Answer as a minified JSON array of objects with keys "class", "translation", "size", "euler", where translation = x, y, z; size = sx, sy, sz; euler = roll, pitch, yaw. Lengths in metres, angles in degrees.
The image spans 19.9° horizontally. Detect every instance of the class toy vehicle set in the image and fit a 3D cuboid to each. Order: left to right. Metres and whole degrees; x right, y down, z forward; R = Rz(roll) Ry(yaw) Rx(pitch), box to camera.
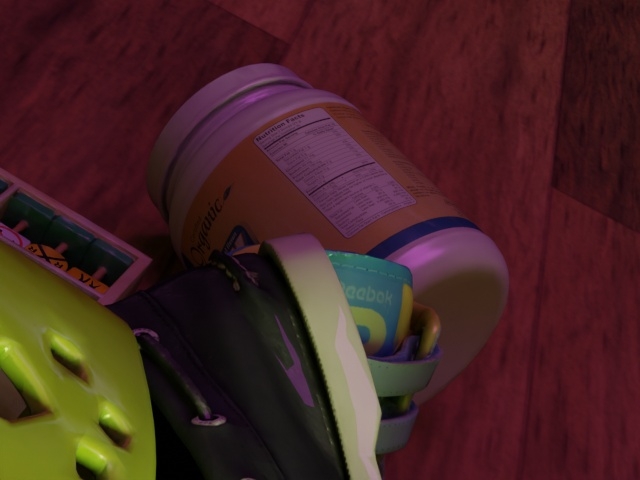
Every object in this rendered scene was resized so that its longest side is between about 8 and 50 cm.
[{"class":"toy vehicle set","translation":[-0.239,-0.014,0.996],"size":[0.267,0.035,0.166],"euler":[31,26,2]}]

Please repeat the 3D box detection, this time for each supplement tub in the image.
[{"class":"supplement tub","translation":[0.000,0.000,1.092],"size":[0.144,0.144,0.199],"euler":[-3,40,-48]}]

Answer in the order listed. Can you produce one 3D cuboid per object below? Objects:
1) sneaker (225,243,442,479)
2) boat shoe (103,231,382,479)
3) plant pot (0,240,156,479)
[{"class":"sneaker","translation":[-0.011,0.124,0.787],"size":[0.127,0.208,0.319],"euler":[13,33,-30]},{"class":"boat shoe","translation":[-0.021,0.138,0.623],"size":[0.113,0.127,0.340],"euler":[-7,54,-11]},{"class":"plant pot","translation":[-0.183,0.114,0.548],"size":[0.227,0.228,0.207],"euler":[31,17,-34]}]
